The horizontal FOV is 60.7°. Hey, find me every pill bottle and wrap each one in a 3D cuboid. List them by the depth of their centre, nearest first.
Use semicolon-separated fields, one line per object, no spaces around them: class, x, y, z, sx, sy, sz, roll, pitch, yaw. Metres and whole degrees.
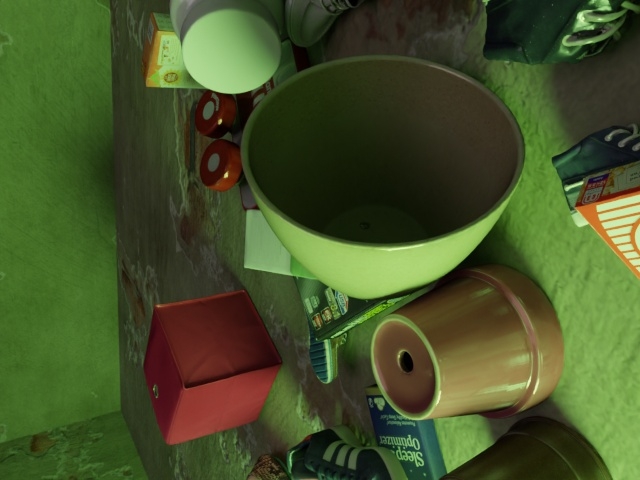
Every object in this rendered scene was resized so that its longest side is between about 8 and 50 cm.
pill bottle;-0.178;-0.465;1.027;0.210;0.210;0.363;124;143;-47

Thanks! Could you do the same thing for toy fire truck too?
toy fire truck;-0.103;-0.217;1.077;0.254;0.169;0.302;-30;60;36

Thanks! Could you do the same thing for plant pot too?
plant pot;0.234;0.320;0.658;0.167;0.165;0.167;21;115;54
plant pot;0.172;0.141;0.703;0.201;0.180;0.201;21;115;55

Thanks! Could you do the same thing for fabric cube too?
fabric cube;-0.286;0.318;1.395;0.254;0.259;0.258;58;141;35

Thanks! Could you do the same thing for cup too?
cup;0.076;-0.051;0.732;0.331;0.331;0.237;56;162;35

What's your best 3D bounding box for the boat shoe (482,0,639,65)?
boat shoe;0.286;-0.250;0.509;0.340;0.127;0.158;-151;52;-61

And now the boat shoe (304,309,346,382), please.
boat shoe;0.017;0.181;1.062;0.066;0.066;0.183;-20;74;55

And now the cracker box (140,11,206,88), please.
cracker box;-0.273;-0.421;1.233;0.156;0.232;0.067;-53;52;48

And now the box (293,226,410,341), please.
box;0.033;0.011;0.961;0.216;0.060;0.270;-38;64;39

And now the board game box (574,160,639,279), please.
board game box;0.340;-0.018;0.447;0.146;0.045;0.193;41;152;-16

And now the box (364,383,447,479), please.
box;0.149;0.355;0.923;0.136;0.036;0.225;-28;74;57

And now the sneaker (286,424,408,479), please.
sneaker;0.036;0.425;0.956;0.350;0.148;0.131;160;99;-69

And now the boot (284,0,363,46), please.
boot;0.022;-0.409;0.895;0.258;0.095;0.123;-61;40;43

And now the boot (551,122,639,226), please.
boot;0.312;-0.082;0.532;0.190;0.069;0.086;-34;74;56

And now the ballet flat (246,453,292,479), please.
ballet flat;-0.089;0.620;1.221;0.482;0.182;0.164;8;104;57

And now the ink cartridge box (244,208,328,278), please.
ink cartridge box;-0.045;0.004;0.951;0.209;0.062;0.109;6;93;44
